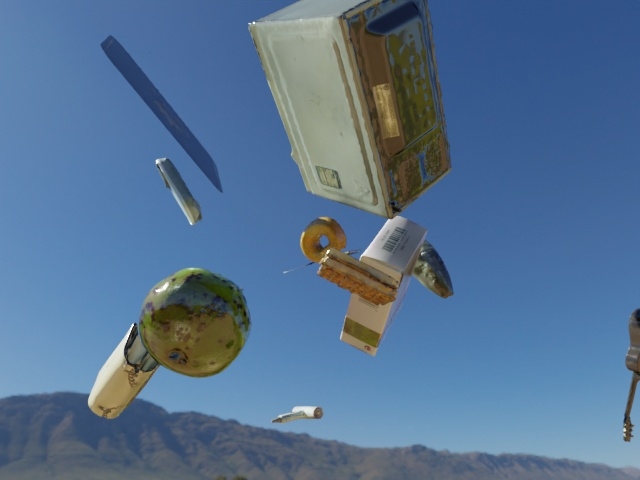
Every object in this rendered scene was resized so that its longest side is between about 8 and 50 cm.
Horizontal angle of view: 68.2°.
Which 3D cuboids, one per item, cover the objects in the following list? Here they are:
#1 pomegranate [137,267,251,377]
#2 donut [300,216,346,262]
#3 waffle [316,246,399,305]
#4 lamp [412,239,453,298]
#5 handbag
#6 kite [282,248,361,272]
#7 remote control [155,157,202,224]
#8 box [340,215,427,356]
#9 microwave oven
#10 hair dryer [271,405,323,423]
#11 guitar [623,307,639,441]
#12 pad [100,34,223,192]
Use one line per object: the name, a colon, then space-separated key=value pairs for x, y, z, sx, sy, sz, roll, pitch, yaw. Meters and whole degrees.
pomegranate: x=-0.231 y=0.143 z=0.909 sx=0.210 sy=0.263 sz=0.211 roll=3 pitch=-64 yaw=6
donut: x=0.000 y=0.000 z=1.046 sx=0.108 sy=0.097 sz=0.043 roll=-43 pitch=-6 yaw=27
waffle: x=0.068 y=0.069 z=0.878 sx=0.147 sy=0.042 sz=0.102 roll=26 pitch=-17 yaw=-1
lamp: x=0.286 y=0.061 z=1.314 sx=0.101 sy=0.250 sz=0.101 roll=-21 pitch=-33 yaw=-15
handbag: x=-0.631 y=0.419 z=1.592 sx=0.160 sy=0.237 sz=0.358 roll=34 pitch=-56 yaw=-13
kite: x=0.008 y=0.067 z=1.613 sx=0.285 sy=0.015 sz=0.152 roll=-15 pitch=-1 yaw=-6
remote control: x=-0.413 y=-0.147 z=1.378 sx=0.052 sy=0.247 sz=0.104 roll=-29 pitch=-27 yaw=-16
box: x=0.157 y=0.113 z=1.190 sx=0.106 sy=0.200 sz=0.300 roll=24 pitch=-49 yaw=16
microwave oven: x=0.076 y=-0.262 z=0.870 sx=0.286 sy=0.218 sz=0.355 roll=22 pitch=-39 yaw=47
hair dryer: x=-0.105 y=0.594 z=1.599 sx=0.183 sy=0.044 sz=0.155 roll=2 pitch=-19 yaw=-31
guitar: x=0.555 y=0.233 z=0.820 sx=0.088 sy=0.234 sz=0.025 roll=16 pitch=-5 yaw=-23
pad: x=-0.324 y=-0.307 z=1.072 sx=0.063 sy=0.315 sz=0.375 roll=-35 pitch=-57 yaw=2
